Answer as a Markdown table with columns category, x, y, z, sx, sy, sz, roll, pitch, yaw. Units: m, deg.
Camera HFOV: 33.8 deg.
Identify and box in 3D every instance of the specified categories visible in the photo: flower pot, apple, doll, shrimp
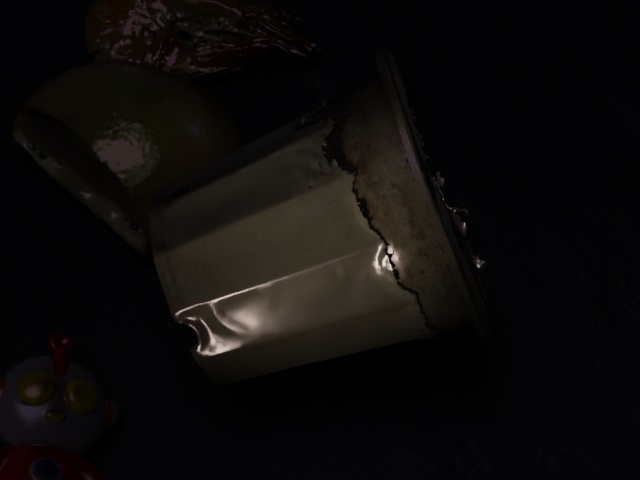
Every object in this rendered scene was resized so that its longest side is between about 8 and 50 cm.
| category | x | y | z | sx | sy | sz | roll | pitch | yaw |
| --- | --- | --- | --- | --- | --- | --- | --- | --- | --- |
| flower pot | 0.000 | 0.000 | 0.926 | 0.259 | 0.290 | 0.290 | -19 | 54 | 7 |
| apple | -0.192 | -0.121 | 1.113 | 0.193 | 0.120 | 0.265 | -39 | 62 | -22 |
| doll | -0.240 | 0.186 | 0.923 | 0.142 | 0.076 | 0.245 | 16 | 52 | -21 |
| shrimp | -0.139 | -0.236 | 1.226 | 0.294 | 0.062 | 0.154 | 9 | 69 | 16 |
